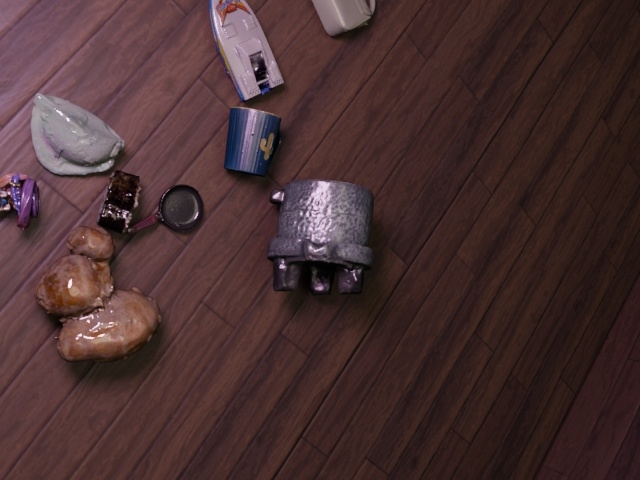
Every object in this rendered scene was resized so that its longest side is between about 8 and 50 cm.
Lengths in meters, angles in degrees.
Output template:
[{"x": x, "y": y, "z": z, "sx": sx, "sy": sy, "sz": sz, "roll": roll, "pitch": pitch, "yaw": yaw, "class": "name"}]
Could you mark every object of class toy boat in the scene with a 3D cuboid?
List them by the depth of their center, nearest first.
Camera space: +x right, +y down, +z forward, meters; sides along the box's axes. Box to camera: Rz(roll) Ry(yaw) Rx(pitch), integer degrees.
[{"x": -0.200, "y": -0.502, "z": 1.658, "sx": 0.129, "sy": 0.088, "sz": 0.295, "roll": -32, "pitch": 109, "yaw": -27, "class": "toy boat"}]

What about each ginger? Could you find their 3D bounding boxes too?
[{"x": -0.500, "y": 0.126, "z": 1.465, "sx": 0.244, "sy": 0.155, "sz": 0.304, "roll": -35, "pitch": 110, "yaw": -30, "class": "ginger"}]

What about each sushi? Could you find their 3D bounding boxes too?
[{"x": -0.454, "y": -0.088, "z": 1.508, "sx": 0.078, "sy": 0.090, "sz": 0.150, "roll": 17, "pitch": 50, "yaw": -20, "class": "sushi"}]

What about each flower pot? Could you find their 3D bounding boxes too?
[{"x": 0.000, "y": 0.000, "z": 1.697, "sx": 0.299, "sy": 0.299, "sz": 0.282, "roll": 10, "pitch": 83, "yaw": -32, "class": "flower pot"}]

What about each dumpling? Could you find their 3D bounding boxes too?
[{"x": -0.542, "y": -0.222, "z": 1.446, "sx": 0.217, "sy": 0.105, "sz": 0.149, "roll": 38, "pitch": 66, "yaw": -32, "class": "dumpling"}]

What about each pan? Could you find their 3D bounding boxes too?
[{"x": -0.377, "y": -0.060, "z": 1.599, "sx": 0.212, "sy": 0.040, "sz": 0.114, "roll": -30, "pitch": 109, "yaw": -35, "class": "pan"}]

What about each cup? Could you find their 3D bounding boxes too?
[{"x": -0.165, "y": -0.243, "z": 1.688, "sx": 0.176, "sy": 0.131, "sz": 0.155, "roll": 11, "pitch": 92, "yaw": -58, "class": "cup"}]

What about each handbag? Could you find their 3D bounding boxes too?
[{"x": 0.059, "y": -0.704, "z": 1.825, "sx": 0.219, "sy": 0.079, "sz": 0.256, "roll": -40, "pitch": 113, "yaw": -36, "class": "handbag"}]

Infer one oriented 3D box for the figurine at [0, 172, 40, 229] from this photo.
[{"x": -0.660, "y": -0.090, "z": 1.392, "sx": 0.157, "sy": 0.126, "sz": 0.114, "roll": 11, "pitch": 47, "yaw": 2, "class": "figurine"}]
